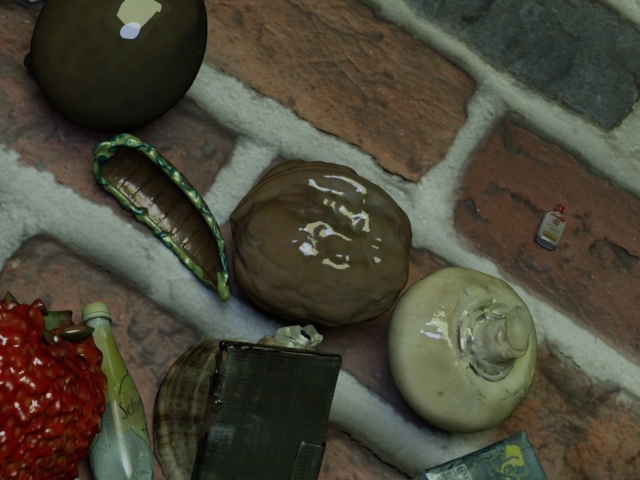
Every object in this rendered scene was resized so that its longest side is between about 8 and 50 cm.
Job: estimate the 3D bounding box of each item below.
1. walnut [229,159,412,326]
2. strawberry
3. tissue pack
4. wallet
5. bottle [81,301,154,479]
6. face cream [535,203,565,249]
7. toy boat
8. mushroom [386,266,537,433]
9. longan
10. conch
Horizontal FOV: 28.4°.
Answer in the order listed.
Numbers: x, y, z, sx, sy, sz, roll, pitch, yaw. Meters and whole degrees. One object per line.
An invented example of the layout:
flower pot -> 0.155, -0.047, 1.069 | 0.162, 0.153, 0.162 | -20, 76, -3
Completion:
walnut -> -0.001, 0.002, 1.807 | 0.273, 0.227, 0.273 | 7, 63, -13
strawberry -> -0.411, 0.236, 1.523 | 0.267, 0.312, 0.351 | 6, 79, 15
tissue pack -> 0.258, 0.416, 1.762 | 0.185, 0.081, 0.257 | -16, 70, -24
wallet -> -0.081, 0.283, 1.625 | 0.169, 0.044, 0.317 | 7, 105, -18
bottle -> -0.281, 0.208, 1.687 | 0.083, 0.083, 0.269 | -5, 65, -21
face cream -> 0.381, -0.025, 2.070 | 0.040, 0.021, 0.083 | 30, 58, -3
toy boat -> -0.212, -0.036, 1.832 | 0.293, 0.108, 0.099 | 49, 27, 4
mushroom -> 0.214, 0.150, 1.802 | 0.246, 0.202, 0.246 | 10, 70, -29
longan -> -0.303, -0.299, 1.864 | 0.243, 0.300, 0.300 | 51, 48, -38
conch -> -0.104, 0.213, 1.701 | 0.210, 0.159, 0.291 | 39, 60, 2
